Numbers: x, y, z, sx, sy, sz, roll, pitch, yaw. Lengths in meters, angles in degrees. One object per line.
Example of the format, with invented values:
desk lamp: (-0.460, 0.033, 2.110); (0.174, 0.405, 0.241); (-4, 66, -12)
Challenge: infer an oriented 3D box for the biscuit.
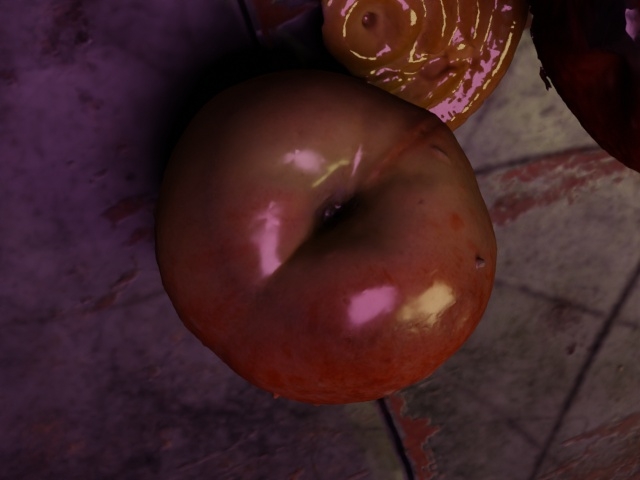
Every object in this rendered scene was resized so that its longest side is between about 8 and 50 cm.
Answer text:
biscuit: (0.068, -0.152, 1.217); (0.144, 0.033, 0.224); (-18, 128, -7)

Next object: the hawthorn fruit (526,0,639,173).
hawthorn fruit: (0.285, -0.161, 1.144); (0.311, 0.295, 0.295); (-15, 127, -14)

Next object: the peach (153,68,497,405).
peach: (0.000, 0.000, 1.203); (0.232, 0.232, 0.232); (-10, 125, -14)
